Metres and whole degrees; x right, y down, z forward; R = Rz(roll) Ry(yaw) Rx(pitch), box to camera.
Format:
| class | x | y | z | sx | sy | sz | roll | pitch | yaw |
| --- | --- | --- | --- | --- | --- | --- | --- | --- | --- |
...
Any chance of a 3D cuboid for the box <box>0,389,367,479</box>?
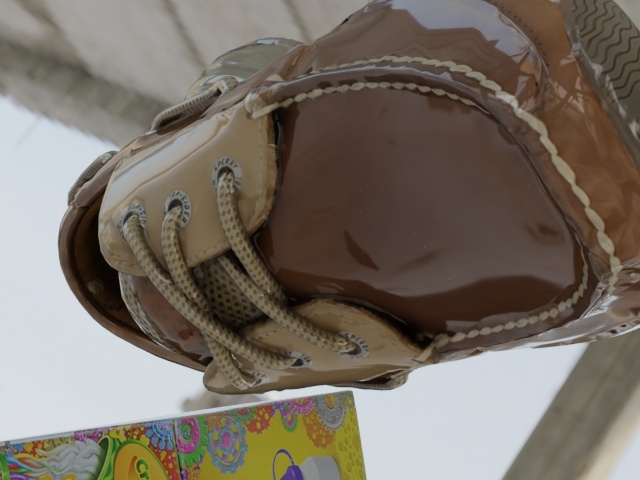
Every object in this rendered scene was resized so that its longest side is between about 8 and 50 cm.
| class | x | y | z | sx | sy | sz | roll | pitch | yaw |
| --- | --- | --- | --- | --- | --- | --- | --- | --- | --- |
| box | -0.119 | 0.249 | 0.960 | 0.279 | 0.290 | 0.177 | -11 | -5 | 32 |

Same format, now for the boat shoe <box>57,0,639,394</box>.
| class | x | y | z | sx | sy | sz | roll | pitch | yaw |
| --- | --- | --- | --- | --- | --- | --- | --- | --- | --- |
| boat shoe | 0.000 | 0.000 | 0.510 | 0.123 | 0.116 | 0.324 | 58 | -18 | -7 |
